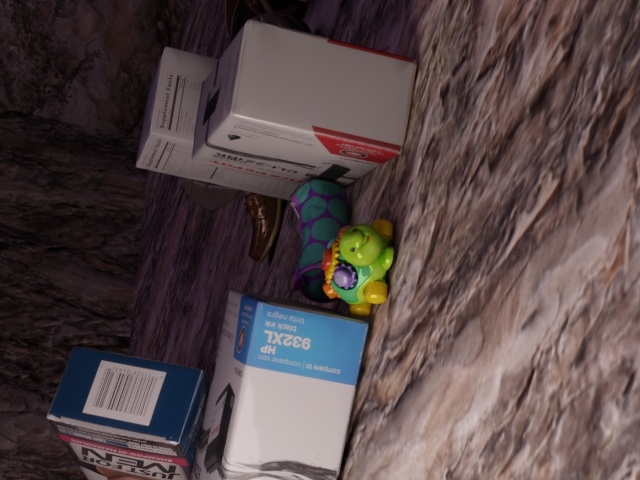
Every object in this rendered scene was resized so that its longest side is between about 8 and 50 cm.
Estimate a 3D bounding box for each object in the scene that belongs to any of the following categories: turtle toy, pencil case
[{"bbox_3d":[0.039,0.021,1.302,0.130,0.066,0.095,131,149,-63],"label":"turtle toy"},{"bbox_3d":[0.000,0.000,1.466,0.064,0.070,0.152,97,173,-45],"label":"pencil case"}]

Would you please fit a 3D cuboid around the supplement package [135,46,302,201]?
[{"bbox_3d":[-0.122,-0.159,1.733,0.139,0.244,0.134,134,145,-65],"label":"supplement package"}]

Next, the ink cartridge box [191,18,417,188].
[{"bbox_3d":[-0.029,-0.148,1.447,0.273,0.197,0.114,157,124,-74],"label":"ink cartridge box"}]

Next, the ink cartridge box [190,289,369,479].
[{"bbox_3d":[-0.059,0.222,1.391,0.223,0.129,0.307,-175,96,-76],"label":"ink cartridge box"}]

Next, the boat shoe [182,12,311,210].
[{"bbox_3d":[-0.102,-0.197,1.960,0.130,0.132,0.355,-20,-33,-55],"label":"boat shoe"}]

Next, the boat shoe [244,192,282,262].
[{"bbox_3d":[-0.090,-0.056,1.904,0.064,0.060,0.178,-152,74,-76],"label":"boat shoe"}]

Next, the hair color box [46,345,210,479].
[{"bbox_3d":[-0.215,0.273,1.604,0.347,0.173,0.105,79,-156,-57],"label":"hair color box"}]

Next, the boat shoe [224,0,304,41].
[{"bbox_3d":[-0.082,-0.424,2.083,0.342,0.123,0.123,128,153,-48],"label":"boat shoe"}]
